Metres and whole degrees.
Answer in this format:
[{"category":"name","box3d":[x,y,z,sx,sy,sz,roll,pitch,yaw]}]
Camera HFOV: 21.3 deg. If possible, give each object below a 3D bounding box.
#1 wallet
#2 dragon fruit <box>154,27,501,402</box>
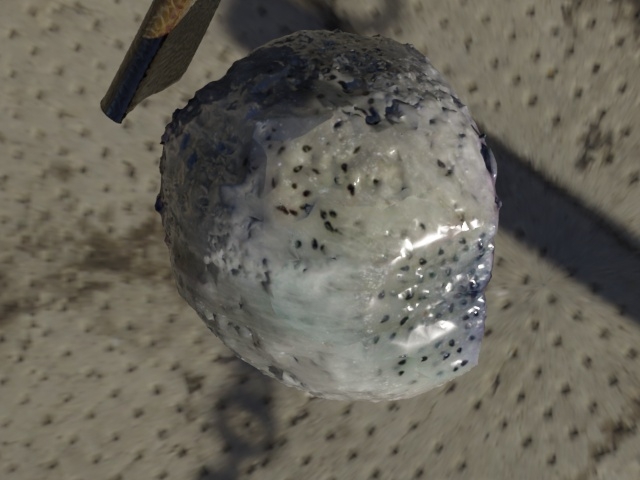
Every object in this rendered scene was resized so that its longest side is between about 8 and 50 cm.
[{"category":"wallet","box3d":[-0.098,-0.213,1.354,0.039,0.133,0.243,35,122,3]},{"category":"dragon fruit","box3d":[0.000,0.000,1.289,0.203,0.221,0.283,-7,115,-21]}]
